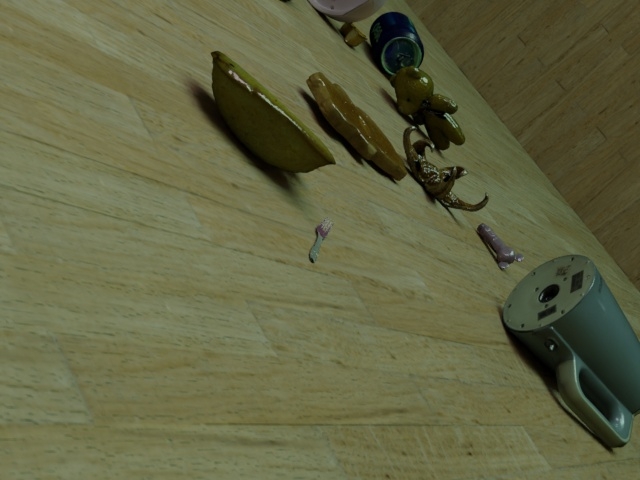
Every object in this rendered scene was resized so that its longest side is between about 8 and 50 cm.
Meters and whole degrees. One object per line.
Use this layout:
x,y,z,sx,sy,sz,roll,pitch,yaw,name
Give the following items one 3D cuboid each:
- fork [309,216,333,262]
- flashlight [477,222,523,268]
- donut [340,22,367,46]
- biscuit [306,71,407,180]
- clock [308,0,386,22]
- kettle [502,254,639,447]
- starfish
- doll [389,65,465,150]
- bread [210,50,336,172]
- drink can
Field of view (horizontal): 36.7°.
-0.001,0.001,1.052,0.016,0.012,0.115,42,23,-9,fork
0.325,0.011,1.776,0.110,0.052,0.031,55,-18,39,flashlight
0.067,-0.461,2.143,0.083,0.038,0.067,50,19,21,donut
0.057,-0.175,1.519,0.225,0.036,0.166,33,24,-48,biscuit
0.059,-0.581,2.107,0.197,0.197,0.068,53,17,15,clock
0.407,0.177,1.463,0.243,0.160,0.210,49,35,-19,kettle
0.207,-0.122,1.699,0.190,0.074,0.146,37,20,-33,starfish
0.222,-0.274,2.046,0.209,0.097,0.137,52,-22,-13,doll
-0.068,-0.140,1.116,0.187,0.065,0.149,40,8,-16,bread
0.180,-0.464,2.284,0.118,0.118,0.205,42,18,-20,drink can
